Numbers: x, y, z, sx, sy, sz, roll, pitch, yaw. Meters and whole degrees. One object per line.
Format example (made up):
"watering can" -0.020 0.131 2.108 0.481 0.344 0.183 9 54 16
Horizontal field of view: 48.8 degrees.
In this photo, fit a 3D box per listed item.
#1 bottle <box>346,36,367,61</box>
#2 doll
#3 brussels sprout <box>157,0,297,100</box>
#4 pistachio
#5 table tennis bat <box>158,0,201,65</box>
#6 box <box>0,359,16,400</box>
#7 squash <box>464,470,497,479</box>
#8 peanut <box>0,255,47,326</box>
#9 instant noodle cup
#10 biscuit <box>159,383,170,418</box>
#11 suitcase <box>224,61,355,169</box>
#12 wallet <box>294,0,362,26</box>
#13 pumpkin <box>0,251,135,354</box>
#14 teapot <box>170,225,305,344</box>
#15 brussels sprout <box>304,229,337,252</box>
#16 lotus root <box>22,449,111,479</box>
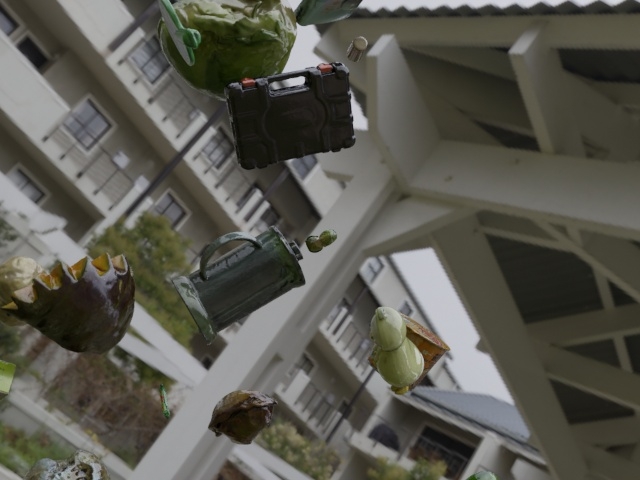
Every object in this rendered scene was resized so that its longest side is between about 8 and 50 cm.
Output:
"bottle" 0.100 -0.521 1.917 0.045 0.045 0.096 37 -8 -3
"doll" 0.171 0.258 1.712 0.117 0.141 0.296 -14 -48 16
"brussels sprout" -0.241 -0.543 1.916 0.371 0.276 0.315 -14 -38 13
"pistachio" -0.183 0.419 1.682 0.210 0.165 0.130 -38 -104 44
"table tennis bat" -0.310 -0.457 1.561 0.257 0.039 0.160 42 -23 60
"box" -0.664 0.257 1.188 0.260 0.062 0.175 -36 -51 28
"squash" 0.281 0.621 1.556 0.082 0.292 0.082 45 5 -5
"peanut" -0.702 0.128 1.654 0.123 0.123 0.257 37 -40 -1
"instant noodle cup" 0.251 0.330 2.096 0.216 0.172 0.216 33 5 -3
"biscuit" -0.416 0.433 1.881 0.046 0.016 0.089 86 -13 -55
"suitcase" -0.065 -0.285 1.616 0.066 0.285 0.206 -125 -156 -60
"wallet" 0.041 -0.672 1.915 0.250 0.176 0.075 -29 -101 66
"pumpkin" -0.398 0.116 1.237 0.130 0.254 0.149 -36 -102 40
"teapot" -0.209 0.085 1.848 0.200 0.337 0.270 48 -17 45
"brussels sprout" 0.001 0.000 1.797 0.083 0.051 0.046 -30 -66 19
"lotus root" -0.481 0.487 1.318 0.322 0.158 0.140 -52 -124 53
